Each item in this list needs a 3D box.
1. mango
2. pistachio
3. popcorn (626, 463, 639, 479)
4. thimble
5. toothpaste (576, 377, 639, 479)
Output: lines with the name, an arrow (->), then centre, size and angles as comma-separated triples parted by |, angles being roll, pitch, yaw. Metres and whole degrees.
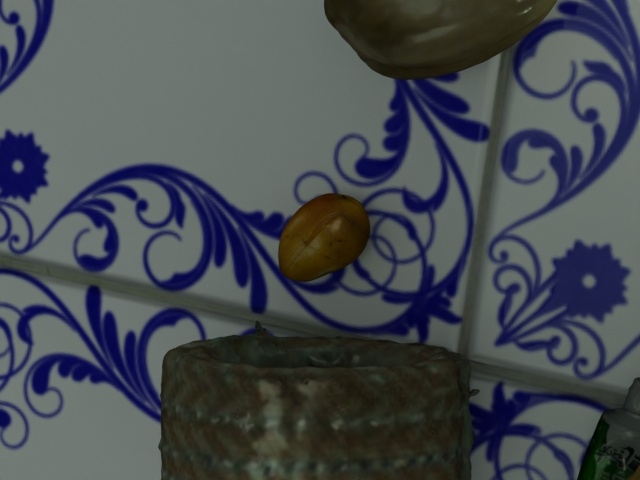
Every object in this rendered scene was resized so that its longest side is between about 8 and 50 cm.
mango -> 0.000, 0.000, 1.453 | 0.060, 0.046, 0.089 | 49, 116, 9
pistachio -> 0.091, -0.179, 1.366 | 0.185, 0.126, 0.108 | -6, 137, 20
popcorn -> 0.363, 0.214, 1.160 | 0.344, 0.354, 0.390 | 50, 155, 10
thimble -> -0.007, 0.145, 1.393 | 0.229, 0.196, 0.148 | 2, 97, 24
toothpaste -> 0.211, 0.220, 1.396 | 0.078, 0.047, 0.248 | 20, 106, 21
